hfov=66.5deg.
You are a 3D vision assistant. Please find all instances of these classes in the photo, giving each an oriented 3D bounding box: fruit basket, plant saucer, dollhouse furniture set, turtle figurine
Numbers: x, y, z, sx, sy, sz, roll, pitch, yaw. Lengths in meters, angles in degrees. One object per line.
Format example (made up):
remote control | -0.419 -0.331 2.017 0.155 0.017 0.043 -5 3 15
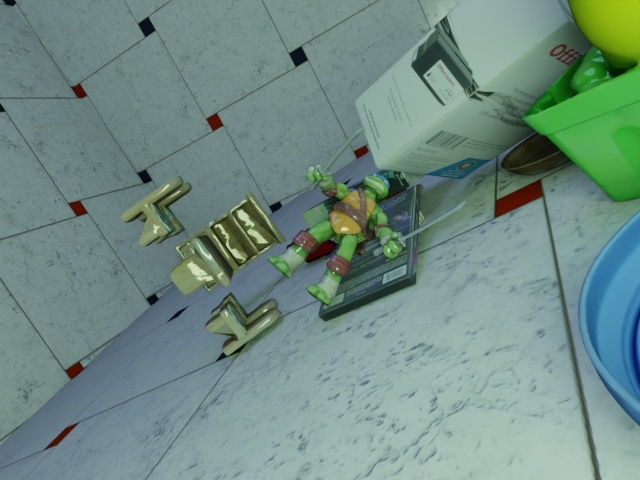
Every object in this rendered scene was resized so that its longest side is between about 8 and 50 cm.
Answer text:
fruit basket | 0.390 -0.248 0.506 0.283 0.392 0.392 -42 13 -31
plant saucer | 0.435 -0.175 0.905 0.199 0.036 0.198 -33 12 8
dollhouse furniture set | -0.223 0.015 1.184 0.257 0.362 0.394 -36 7 -5
turtle figurine | 0.040 -0.034 0.845 0.266 0.198 0.275 -53 21 -9

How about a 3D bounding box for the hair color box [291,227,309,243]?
hair color box | -0.001 -0.029 1.515 0.167 0.053 0.093 -39 11 -23

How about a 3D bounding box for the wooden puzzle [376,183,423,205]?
wooden puzzle | 0.128 -0.078 1.222 0.221 0.044 0.239 -25 2 31

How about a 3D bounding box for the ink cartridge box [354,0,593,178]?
ink cartridge box | 0.306 -0.285 0.895 0.286 0.166 0.395 -1 -24 -41

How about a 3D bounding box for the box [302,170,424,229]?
box | 0.135 -0.135 1.219 0.322 0.058 0.232 -25 6 42

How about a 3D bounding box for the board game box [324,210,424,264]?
board game box | 0.118 -0.002 1.081 0.194 0.045 0.147 -23 16 45

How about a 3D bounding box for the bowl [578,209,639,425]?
bowl | 0.353 0.015 0.258 0.391 0.077 0.391 -34 11 7

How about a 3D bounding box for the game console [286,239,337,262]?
game console | 0.000 0.000 1.326 0.144 0.124 0.085 -24 42 46

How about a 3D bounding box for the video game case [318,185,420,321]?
video game case | 0.100 0.018 0.937 0.196 0.026 0.274 -28 27 31
